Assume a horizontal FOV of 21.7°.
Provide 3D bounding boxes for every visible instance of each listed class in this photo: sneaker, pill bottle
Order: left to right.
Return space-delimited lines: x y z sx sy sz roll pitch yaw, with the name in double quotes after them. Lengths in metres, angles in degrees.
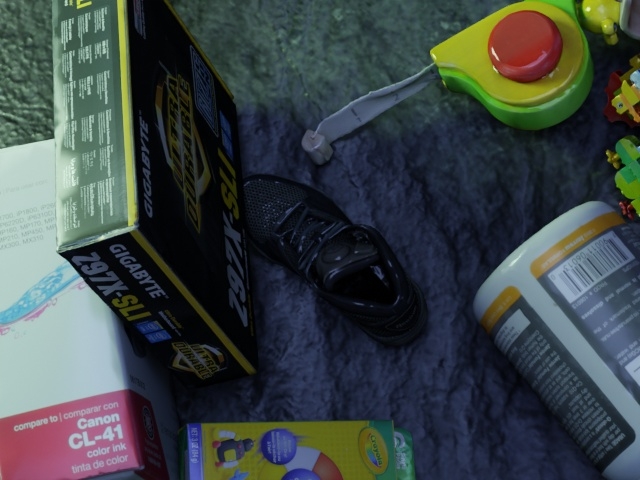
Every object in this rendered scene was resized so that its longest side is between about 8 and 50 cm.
0.000 0.000 1.552 0.087 0.130 0.227 -45 70 -7 "sneaker"
0.276 0.115 1.473 0.162 0.162 0.278 -37 75 -5 "pill bottle"

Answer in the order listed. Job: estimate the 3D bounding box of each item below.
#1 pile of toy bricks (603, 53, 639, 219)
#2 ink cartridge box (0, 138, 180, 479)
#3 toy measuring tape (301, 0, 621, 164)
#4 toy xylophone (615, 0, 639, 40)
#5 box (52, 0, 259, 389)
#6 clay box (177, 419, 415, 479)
0.319 -0.063 1.560 0.105 0.118 0.212 -38 82 35 "pile of toy bricks"
-0.219 0.086 1.500 0.131 0.226 0.306 -12 75 4 "ink cartridge box"
0.146 -0.133 1.586 0.330 0.121 0.121 -30 73 5 "toy measuring tape"
0.417 -0.264 1.578 0.322 0.081 0.236 1 73 -9 "toy xylophone"
-0.145 -0.065 1.473 0.079 0.257 0.322 -16 54 12 "box"
-0.013 0.226 1.495 0.222 0.053 0.127 0 75 -15 "clay box"
